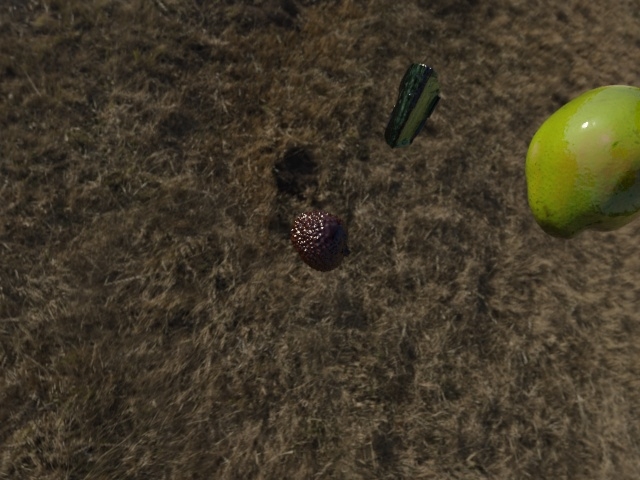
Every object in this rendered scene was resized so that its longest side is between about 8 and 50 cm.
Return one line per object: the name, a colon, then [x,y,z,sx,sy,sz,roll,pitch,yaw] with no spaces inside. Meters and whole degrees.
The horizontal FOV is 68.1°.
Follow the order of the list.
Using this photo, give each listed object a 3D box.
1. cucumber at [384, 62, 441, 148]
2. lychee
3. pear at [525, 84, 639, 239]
cucumber: [0.203,-0.301,1.058,0.085,0.193,0.115,33,33,22]
lychee: [0.001,-0.003,0.963,0.123,0.123,0.129,-32,68,-37]
pear: [0.400,-0.103,0.695,0.187,0.187,0.220,25,81,-14]
